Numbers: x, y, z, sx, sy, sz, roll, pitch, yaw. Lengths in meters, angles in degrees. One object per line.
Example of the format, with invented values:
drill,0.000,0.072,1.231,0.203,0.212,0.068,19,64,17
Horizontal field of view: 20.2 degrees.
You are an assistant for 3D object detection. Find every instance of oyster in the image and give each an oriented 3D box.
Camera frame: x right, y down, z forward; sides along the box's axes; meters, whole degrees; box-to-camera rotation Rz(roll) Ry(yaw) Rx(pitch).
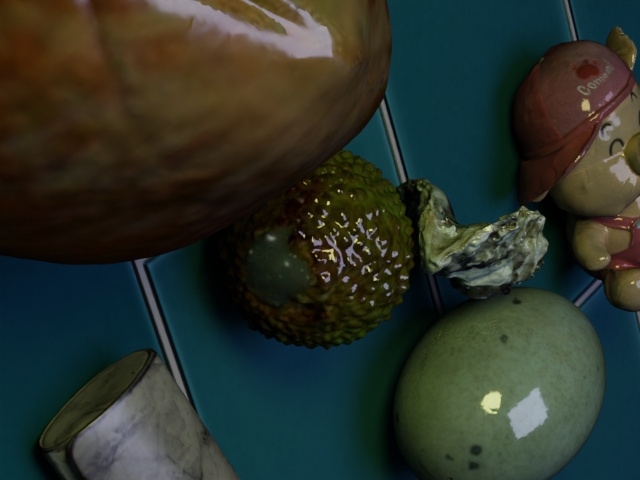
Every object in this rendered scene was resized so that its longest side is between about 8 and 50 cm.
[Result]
oyster,0.130,0.002,1.508,0.199,0.252,0.087,27,90,-24

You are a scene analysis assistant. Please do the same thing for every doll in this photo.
doll,0.279,-0.070,1.745,0.256,0.152,0.196,58,35,-29

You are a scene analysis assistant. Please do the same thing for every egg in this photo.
egg,0.159,0.133,1.578,0.236,0.169,0.169,-34,117,-44

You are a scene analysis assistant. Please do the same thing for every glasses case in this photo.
glasses case,-0.087,0.226,1.320,0.114,0.060,0.299,-46,117,-32

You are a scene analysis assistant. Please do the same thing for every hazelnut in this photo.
hazelnut,-0.136,-0.162,1.060,0.409,0.359,0.359,13,80,-66

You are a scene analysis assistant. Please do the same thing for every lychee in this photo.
lychee,0.000,0.000,1.388,0.171,0.171,0.171,-1,92,-52
